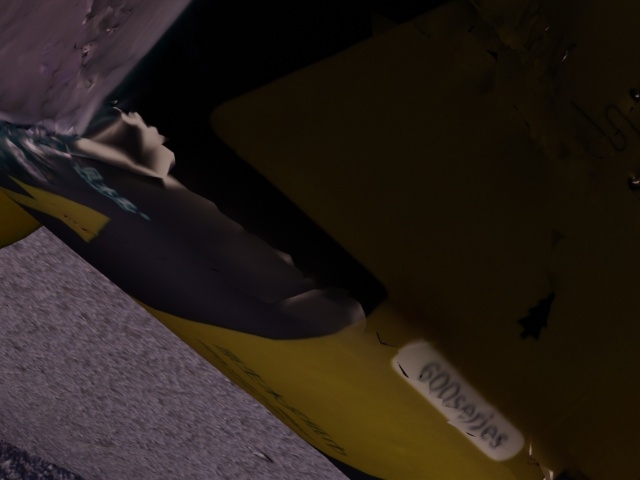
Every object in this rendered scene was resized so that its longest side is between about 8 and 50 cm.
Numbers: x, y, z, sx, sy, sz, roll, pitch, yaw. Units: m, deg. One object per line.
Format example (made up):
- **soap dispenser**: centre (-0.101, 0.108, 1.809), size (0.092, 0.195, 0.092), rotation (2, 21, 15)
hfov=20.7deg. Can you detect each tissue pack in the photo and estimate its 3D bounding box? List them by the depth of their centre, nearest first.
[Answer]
- **tissue pack**: centre (0.055, -0.031, 0.808), size (0.416, 0.264, 0.253), rotation (43, 164, -28)

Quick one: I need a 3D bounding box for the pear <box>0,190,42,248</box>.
- **pear**: centre (-0.313, -0.080, 1.220), size (0.399, 0.165, 0.399), rotation (10, 179, 0)
